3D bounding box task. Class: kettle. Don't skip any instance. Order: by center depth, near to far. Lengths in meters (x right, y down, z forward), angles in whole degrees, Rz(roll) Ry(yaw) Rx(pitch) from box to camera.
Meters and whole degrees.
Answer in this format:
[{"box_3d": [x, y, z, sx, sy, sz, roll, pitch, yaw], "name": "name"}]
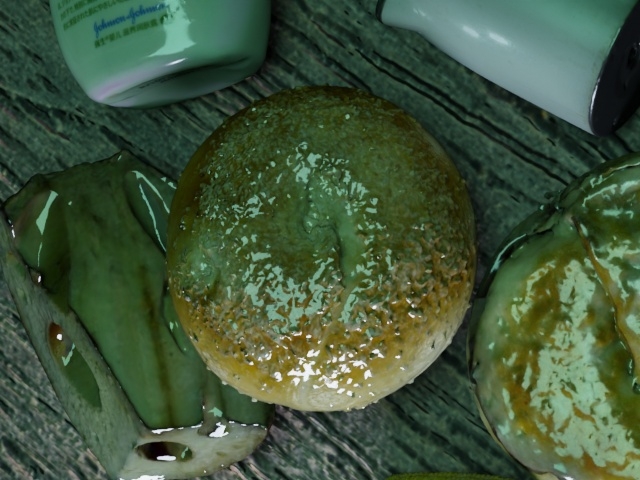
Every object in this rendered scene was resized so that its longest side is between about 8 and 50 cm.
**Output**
[{"box_3d": [0.197, -0.233, 1.717, 0.236, 0.161, 0.221, 28, 69, 23], "name": "kettle"}]

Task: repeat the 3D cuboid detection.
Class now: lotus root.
[{"box_3d": [-0.175, 0.081, 1.850, 0.210, 0.142, 0.314, -16, 73, -18], "name": "lotus root"}]

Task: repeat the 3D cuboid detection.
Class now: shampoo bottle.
[{"box_3d": [-0.172, -0.313, 1.859, 0.222, 0.151, 0.349, -17, 81, 26], "name": "shampoo bottle"}]

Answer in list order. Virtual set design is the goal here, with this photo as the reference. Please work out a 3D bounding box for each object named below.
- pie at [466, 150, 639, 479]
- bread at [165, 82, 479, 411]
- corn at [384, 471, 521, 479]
[{"box_3d": [0.286, 0.079, 1.690, 0.339, 0.077, 0.339, -2, 84, 22], "name": "pie"}, {"box_3d": [0.000, 0.000, 1.737, 0.306, 0.159, 0.305, -1, 72, 4], "name": "bread"}, {"box_3d": [0.124, 0.250, 1.741, 0.165, 0.063, 0.085, -1, 48, 30], "name": "corn"}]
